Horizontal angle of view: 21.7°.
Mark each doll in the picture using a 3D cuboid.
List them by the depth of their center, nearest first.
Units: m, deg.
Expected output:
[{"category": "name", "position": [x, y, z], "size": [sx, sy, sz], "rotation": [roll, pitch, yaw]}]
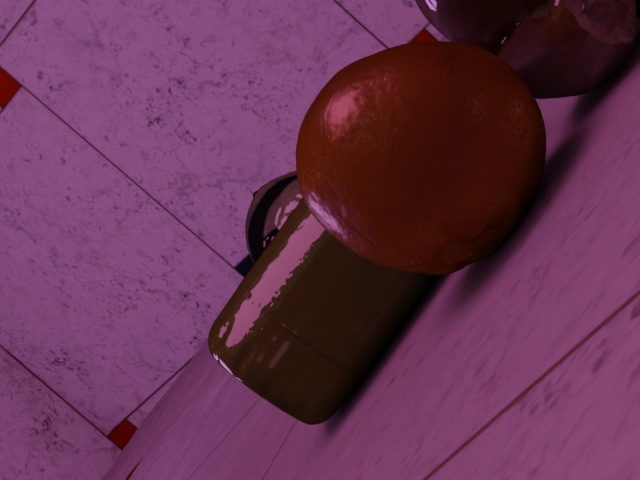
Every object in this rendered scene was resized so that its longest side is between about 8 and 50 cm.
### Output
[{"category": "doll", "position": [-0.001, 0.001, 1.496], "size": [0.143, 0.135, 0.234], "rotation": [-56, 8, -1]}]

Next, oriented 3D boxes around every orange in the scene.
[{"category": "orange", "position": [0.065, -0.048, 1.040], "size": [0.159, 0.159, 0.136], "rotation": [-50, 49, 48]}]

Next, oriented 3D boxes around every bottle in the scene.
[{"category": "bottle", "position": [0.033, 0.001, 1.194], "size": [0.260, 0.112, 0.112], "rotation": [-54, 4, 1]}]

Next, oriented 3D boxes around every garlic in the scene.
[{"category": "garlic", "position": [0.161, -0.204, 1.086], "size": [0.214, 0.160, 0.191], "rotation": [-58, 10, -15]}]
